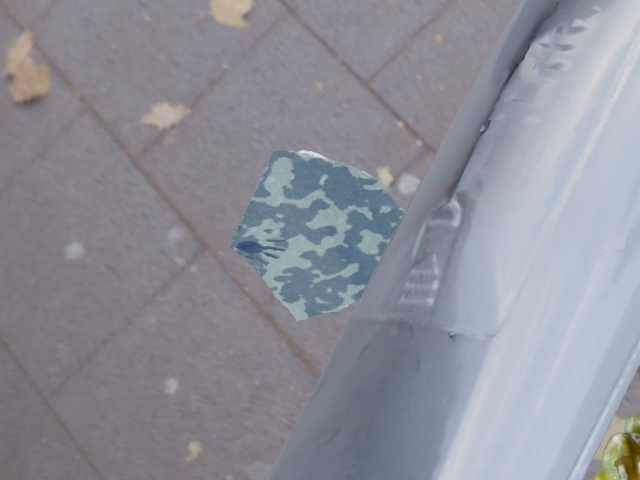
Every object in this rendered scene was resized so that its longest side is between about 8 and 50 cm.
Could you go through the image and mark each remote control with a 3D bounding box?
[{"bbox_3d":[0.040,0.027,0.429,0.109,0.055,0.313,3,58,55],"label":"remote control"}]

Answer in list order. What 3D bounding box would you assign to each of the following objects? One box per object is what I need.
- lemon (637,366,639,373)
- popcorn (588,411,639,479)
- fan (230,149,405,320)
[{"bbox_3d":[0.405,0.008,1.320,0.364,0.364,0.364,-6,73,21],"label":"lemon"},{"bbox_3d":[0.358,0.264,1.380,0.221,0.183,0.204,-42,48,-14],"label":"popcorn"},{"bbox_3d":[0.000,0.000,1.042,0.131,0.240,0.009,-1,58,1],"label":"fan"}]
